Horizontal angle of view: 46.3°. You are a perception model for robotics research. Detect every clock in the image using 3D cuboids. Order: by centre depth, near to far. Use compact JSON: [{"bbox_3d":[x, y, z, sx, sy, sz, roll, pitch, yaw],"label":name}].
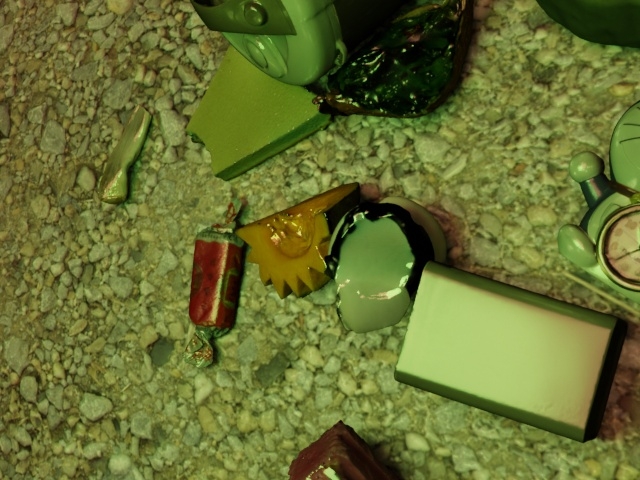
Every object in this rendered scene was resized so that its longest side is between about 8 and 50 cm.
[{"bbox_3d":[0.389,-0.059,0.872,0.199,0.146,0.243,35,102,28],"label":"clock"}]

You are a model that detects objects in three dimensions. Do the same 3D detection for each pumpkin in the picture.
[{"bbox_3d":[0.000,0.000,1.138,0.254,0.149,0.131,-12,105,54],"label":"pumpkin"}]

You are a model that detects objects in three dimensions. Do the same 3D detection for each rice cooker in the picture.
[{"bbox_3d":[-0.038,-0.414,1.071,0.325,0.335,0.335,-44,57,-13],"label":"rice cooker"}]

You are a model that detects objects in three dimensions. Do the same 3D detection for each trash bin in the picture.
[{"bbox_3d":[0.236,0.139,0.937,0.240,0.122,0.164,17,88,31],"label":"trash bin"}]

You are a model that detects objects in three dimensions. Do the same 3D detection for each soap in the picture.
[{"bbox_3d":[0.085,0.381,0.937,0.289,0.182,0.112,45,104,-3],"label":"soap"}]

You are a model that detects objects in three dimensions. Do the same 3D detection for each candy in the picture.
[{"bbox_3d":[-0.175,0.067,1.242,0.086,0.059,0.292,3,82,31],"label":"candy"}]

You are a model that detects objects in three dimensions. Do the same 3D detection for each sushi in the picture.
[{"bbox_3d":[0.130,-0.253,1.077,0.287,0.140,0.149,-33,57,23],"label":"sushi"}]

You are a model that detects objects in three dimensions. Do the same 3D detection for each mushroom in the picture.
[{"bbox_3d":[-0.368,-0.163,1.426,0.059,0.054,0.202,12,80,28],"label":"mushroom"}]

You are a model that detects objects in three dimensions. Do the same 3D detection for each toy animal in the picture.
[{"bbox_3d":[0.090,0.025,1.017,0.138,0.179,0.166,34,111,15],"label":"toy animal"}]

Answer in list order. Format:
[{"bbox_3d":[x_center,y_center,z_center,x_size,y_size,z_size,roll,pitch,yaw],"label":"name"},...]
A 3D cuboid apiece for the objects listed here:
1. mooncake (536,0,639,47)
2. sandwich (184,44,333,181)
[{"bbox_3d":[0.406,-0.427,0.917,0.356,0.194,0.357,-8,75,32],"label":"mooncake"},{"bbox_3d":[-0.110,-0.188,1.264,0.245,0.063,0.212,38,103,33],"label":"sandwich"}]
